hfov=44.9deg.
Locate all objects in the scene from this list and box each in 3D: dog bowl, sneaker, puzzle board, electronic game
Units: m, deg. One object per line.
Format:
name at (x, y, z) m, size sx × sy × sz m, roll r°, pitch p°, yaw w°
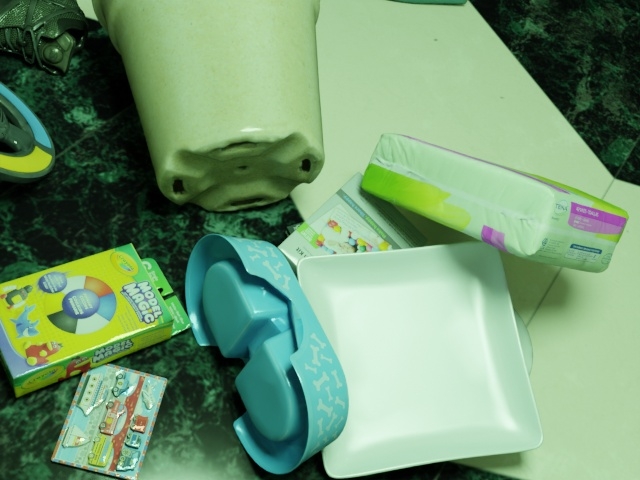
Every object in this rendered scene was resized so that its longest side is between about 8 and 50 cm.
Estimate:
dog bowl at (-0.065, 0.124, 0.918) m, size 0.074 × 0.166 × 0.297 m, roll -7°, pitch 58°, yaw -37°
sneaker at (-0.445, -0.302, 1.130) m, size 0.228 × 0.087 × 0.130 m, roll -16°, pitch 56°, yaw -34°
puzzle board at (-0.240, 0.203, 0.890) m, size 0.097 × 0.011 × 0.128 m, roll 16°, pitch 52°, yaw -7°
electronic game at (-0.441, -0.161, 0.990) m, size 0.229 × 0.048 × 0.229 m, roll 42°, pitch 18°, yaw -17°

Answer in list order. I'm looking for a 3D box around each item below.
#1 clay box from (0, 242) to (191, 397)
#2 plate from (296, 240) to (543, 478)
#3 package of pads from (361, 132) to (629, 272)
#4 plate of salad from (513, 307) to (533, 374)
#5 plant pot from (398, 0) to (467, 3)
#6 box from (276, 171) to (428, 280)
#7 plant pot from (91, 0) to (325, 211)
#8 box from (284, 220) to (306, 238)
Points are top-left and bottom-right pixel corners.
clay box at (-0.278, 0.085, 0.931) m, size 0.222 × 0.053 × 0.127 m, roll -21°, pitch 61°, yaw -29°
plate at (0.120, 0.144, 0.987) m, size 0.278 × 0.045 × 0.277 m, roll -5°, pitch 70°, yaw -10°
package of pads at (0.239, -0.055, 1.060) m, size 0.229 × 0.101 × 0.297 m, roll 8°, pitch 15°, yaw -46°
plate of salad at (0.207, 0.129, 1.071) m, size 0.200 × 0.048 × 0.199 m, roll 10°, pitch 54°, yaw -13°
plant pot at (0.169, -0.562, 1.481) m, size 0.235 × 0.165 × 0.165 m, roll -10°, pitch 59°, yaw -17°
box at (0.043, 0.011, 1.083) m, size 0.145 × 0.038 × 0.186 m, roll 45°, pitch 59°, yaw 2°
plant pot at (-0.128, -0.219, 1.063) m, size 0.334 × 0.334 × 0.305 m, roll -4°, pitch 69°, yaw -21°
box at (0.000, 0.000, 1.111) m, size 0.083 × 0.018 × 0.067 m, roll -19°, pitch 64°, yaw -29°
